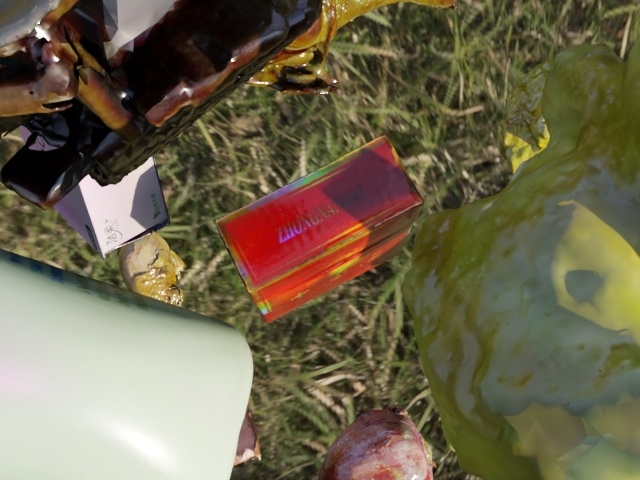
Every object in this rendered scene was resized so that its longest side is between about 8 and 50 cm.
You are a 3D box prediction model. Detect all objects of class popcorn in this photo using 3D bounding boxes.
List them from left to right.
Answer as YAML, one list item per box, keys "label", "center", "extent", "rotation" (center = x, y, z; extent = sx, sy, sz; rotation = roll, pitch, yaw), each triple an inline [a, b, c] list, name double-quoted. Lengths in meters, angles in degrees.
- label: "popcorn"
  center: [0.354, -0.161, 1.473]
  extent: [0.198, 0.155, 0.197]
  rotation: [-4, 100, -20]
- label: "popcorn"
  center: [0.170, 0.025, 0.484]
  extent: [0.276, 0.225, 0.276]
  rotation: [-1, 97, -7]

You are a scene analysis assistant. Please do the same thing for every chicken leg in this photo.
- label: "chicken leg"
  center: [-0.264, 0.085, 1.665]
  extent: [0.085, 0.101, 0.207]
  rotation: [-26, 74, 19]
- label: "chicken leg"
  center: [0.003, -0.253, 1.067]
  extent: [0.361, 0.140, 0.211]
  rotation: [-1, 89, -23]

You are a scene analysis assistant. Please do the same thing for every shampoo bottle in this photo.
- label: "shampoo bottle"
  center: [-0.226, 0.068, 0.567]
  extent: [0.349, 0.222, 0.151]
  rotation: [21, 72, -21]

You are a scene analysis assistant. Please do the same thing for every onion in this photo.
- label: "onion"
  center: [0.069, 0.338, 1.495]
  extent: [0.195, 0.159, 0.159]
  rotation: [-22, 82, 5]

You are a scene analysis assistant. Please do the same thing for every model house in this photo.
- label: "model house"
  center: [-0.178, -0.105, 0.644]
  extent: [0.317, 0.282, 0.297]
  rotation: [-41, 62, -2]

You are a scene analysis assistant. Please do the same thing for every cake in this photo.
- label: "cake"
  center: [-0.125, 0.219, 1.160]
  extent: [0.098, 0.287, 0.135]
  rotation: [-9, 89, -7]

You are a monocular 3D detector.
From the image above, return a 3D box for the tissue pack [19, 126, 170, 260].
- label: "tissue pack"
  center: [-0.252, -0.121, 1.061]
  extent: [0.092, 0.246, 0.148]
  rotation: [-32, 48, -23]

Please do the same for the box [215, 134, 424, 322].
- label: "box"
  center: [-0.001, 0.001, 1.147]
  extent: [0.197, 0.313, 0.089]
  rotation: [-26, 80, -4]
